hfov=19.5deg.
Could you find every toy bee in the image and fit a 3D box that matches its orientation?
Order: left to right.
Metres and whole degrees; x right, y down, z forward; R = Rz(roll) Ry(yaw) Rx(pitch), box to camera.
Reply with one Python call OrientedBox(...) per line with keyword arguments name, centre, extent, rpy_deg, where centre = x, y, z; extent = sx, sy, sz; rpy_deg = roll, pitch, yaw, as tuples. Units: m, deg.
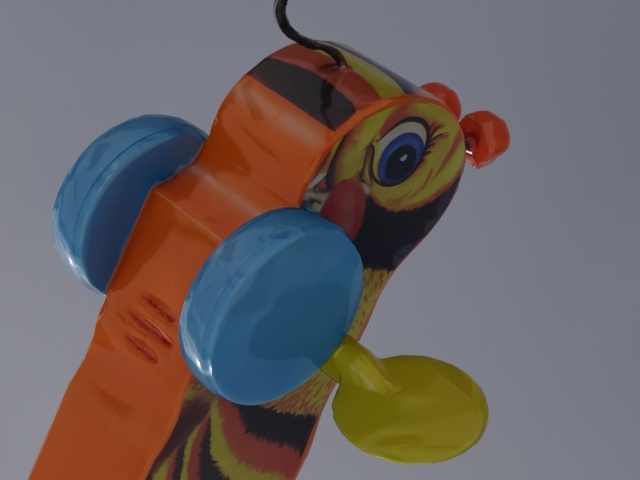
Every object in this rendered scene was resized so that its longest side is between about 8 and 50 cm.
OrientedBox(name="toy bee", centre=(0.000, 0.000, 0.672), extent=(0.195, 0.162, 0.298), rpy_deg=(57, -50, 25))
